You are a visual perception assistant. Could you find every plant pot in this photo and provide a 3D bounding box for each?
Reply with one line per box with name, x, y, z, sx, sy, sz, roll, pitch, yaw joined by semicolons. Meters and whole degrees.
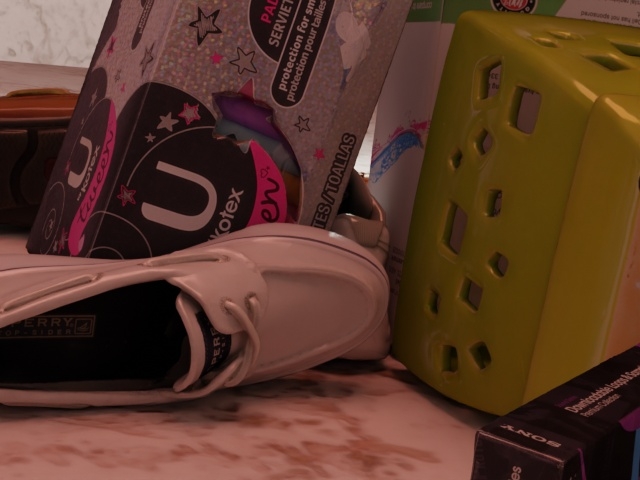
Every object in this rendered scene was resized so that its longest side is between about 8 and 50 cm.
plant pot;0.188;0.008;0.703;0.228;0.227;0.207;5;17;-16

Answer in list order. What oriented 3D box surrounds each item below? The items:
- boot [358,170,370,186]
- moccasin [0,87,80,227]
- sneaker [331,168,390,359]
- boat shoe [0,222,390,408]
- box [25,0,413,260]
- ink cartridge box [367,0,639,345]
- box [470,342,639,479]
boot;0.056;-0.049;1.314;0.152;0.073;0.197;1;9;-12
moccasin;-0.178;-0.063;1.078;0.380;0.139;0.147;-2;20;-4
sneaker;0.000;0.000;0.867;0.090;0.115;0.232;9;10;-23
boat shoe;-0.071;0.050;0.666;0.258;0.095;0.084;-8;20;-23
box;-0.068;-0.073;0.779;0.142;0.247;0.163;18;4;-24
ink cartridge box;0.145;-0.061;0.875;0.201;0.278;0.117;5;8;-17
box;0.082;0.100;0.398;0.029;0.116;0.162;15;13;31
